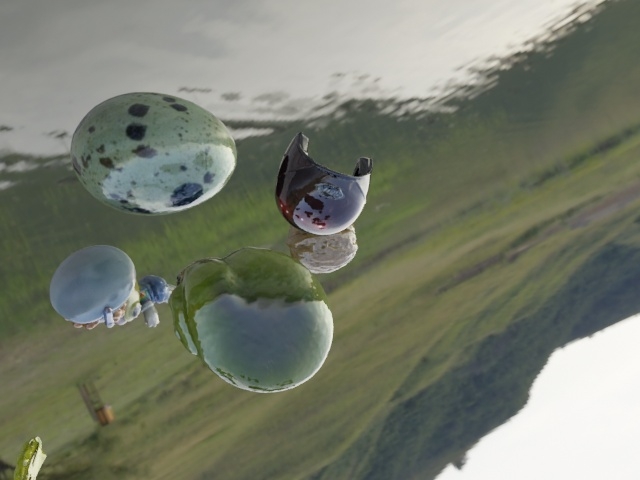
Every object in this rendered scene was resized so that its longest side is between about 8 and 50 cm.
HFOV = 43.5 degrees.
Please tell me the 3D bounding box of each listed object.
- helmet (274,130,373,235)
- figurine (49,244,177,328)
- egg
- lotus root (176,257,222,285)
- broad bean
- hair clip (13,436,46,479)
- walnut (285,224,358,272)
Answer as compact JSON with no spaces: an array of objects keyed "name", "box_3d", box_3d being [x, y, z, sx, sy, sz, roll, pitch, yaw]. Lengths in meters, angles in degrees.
[{"name":"helmet","box_3d":[0.002,-0.106,1.638,0.189,0.193,0.216,18,170,-11]},{"name":"figurine","box_3d":[-0.508,0.119,2.062,0.224,0.205,0.381,17,-176,25]},{"name":"egg","box_3d":[-0.386,-0.198,1.864,0.379,0.288,0.287,8,177,5]},{"name":"lotus root","box_3d":[-0.219,0.094,1.946,0.258,0.097,0.110,6,-164,-5]},{"name":"broad bean","box_3d":[-0.109,0.127,1.350,0.119,0.291,0.238,-16,-132,65]},{"name":"hair clip","box_3d":[-0.545,0.442,1.494,0.046,0.173,0.072,-5,130,-4]},{"name":"walnut","box_3d":[0.000,0.000,2.376,0.213,0.213,0.213,-27,175,-3]}]
